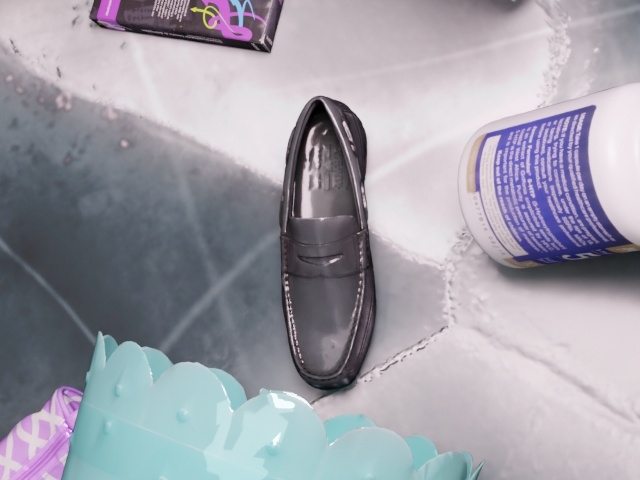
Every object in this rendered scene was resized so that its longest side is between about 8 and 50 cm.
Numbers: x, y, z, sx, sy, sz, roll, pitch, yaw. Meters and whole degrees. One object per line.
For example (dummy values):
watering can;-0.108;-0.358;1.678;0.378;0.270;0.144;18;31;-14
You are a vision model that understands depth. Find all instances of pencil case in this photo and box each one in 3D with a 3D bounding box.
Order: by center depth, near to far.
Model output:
pencil case;-0.245;0.202;0.982;0.206;0.088;0.086;-43;73;1

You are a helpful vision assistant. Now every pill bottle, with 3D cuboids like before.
pill bottle;0.195;-0.046;0.864;0.187;0.112;0.112;-12;71;50

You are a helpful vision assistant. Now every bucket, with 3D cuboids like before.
bucket;-0.047;0.187;0.841;0.281;0.281;0.183;17;84;18

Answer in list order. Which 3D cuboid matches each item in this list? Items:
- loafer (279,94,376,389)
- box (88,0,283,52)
loafer;0.000;0.000;0.966;0.076;0.078;0.223;-3;77;15
box;-0.105;-0.226;1.074;0.162;0.029;0.116;12;81;19
